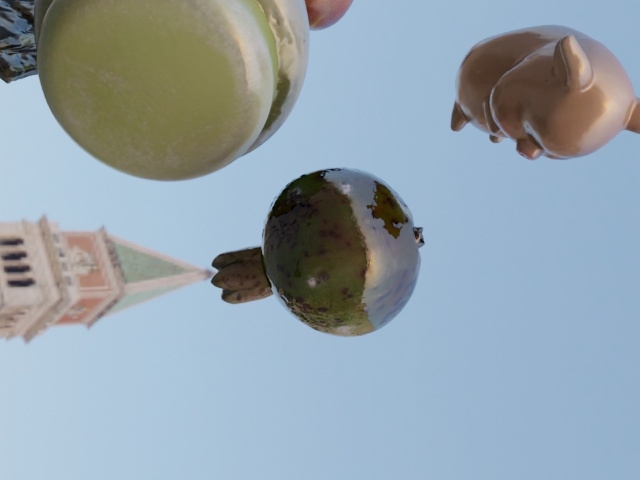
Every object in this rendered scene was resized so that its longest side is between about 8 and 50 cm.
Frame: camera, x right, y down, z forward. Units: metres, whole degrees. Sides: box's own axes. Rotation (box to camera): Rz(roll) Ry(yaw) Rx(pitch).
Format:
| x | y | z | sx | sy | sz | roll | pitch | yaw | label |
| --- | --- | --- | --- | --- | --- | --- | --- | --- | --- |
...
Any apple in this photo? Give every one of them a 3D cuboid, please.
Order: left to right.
| x | y | z | sx | sy | sz | roll | pitch | yaw | label |
| --- | --- | --- | --- | --- | --- | --- | --- | --- | --- |
| -0.030 | -0.462 | 1.495 | 0.201 | 0.201 | 0.162 | 41 | -70 | 35 | apple |

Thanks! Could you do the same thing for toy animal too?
| x | y | z | sx | sy | sz | roll | pitch | yaw | label |
| --- | --- | --- | --- | --- | --- | --- | --- | --- | --- |
| 0.258 | -0.172 | 0.992 | 0.250 | 0.167 | 0.153 | 37 | -63 | 61 | toy animal |

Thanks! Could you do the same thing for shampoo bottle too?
| x | y | z | sx | sy | sz | roll | pitch | yaw | label |
| --- | --- | --- | --- | --- | --- | --- | --- | --- | --- |
| -0.172 | -0.250 | 1.037 | 0.322 | 0.323 | 0.317 | -46 | -158 | 33 | shampoo bottle |

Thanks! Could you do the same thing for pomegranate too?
| x | y | z | sx | sy | sz | roll | pitch | yaw | label |
| --- | --- | --- | --- | --- | --- | --- | --- | --- | --- |
| -0.005 | 0.019 | 0.959 | 0.248 | 0.202 | 0.202 | -15 | -102 | 13 | pomegranate |

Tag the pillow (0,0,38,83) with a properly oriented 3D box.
| x | y | z | sx | sy | sz | roll | pitch | yaw | label |
| --- | --- | --- | --- | --- | --- | --- | --- | --- | --- |
| -0.399 | -0.305 | 1.199 | 0.189 | 0.256 | 0.034 | 37 | -46 | 16 | pillow |
